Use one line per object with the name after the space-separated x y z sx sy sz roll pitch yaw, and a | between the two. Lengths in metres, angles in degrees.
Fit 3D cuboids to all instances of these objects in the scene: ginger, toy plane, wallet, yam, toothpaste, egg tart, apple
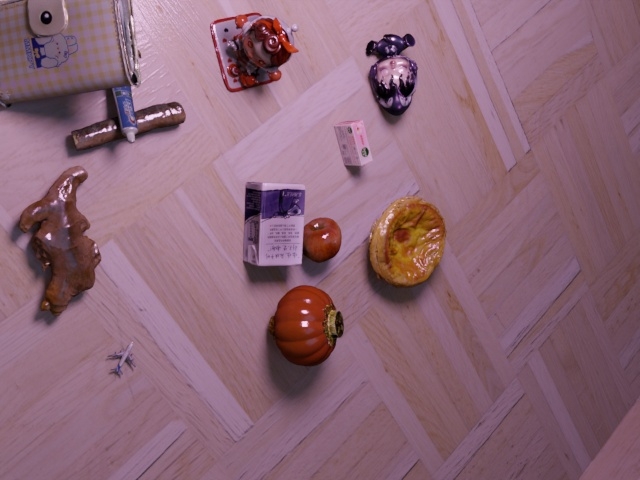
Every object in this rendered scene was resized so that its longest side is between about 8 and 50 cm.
-0.582 0.005 1.487 0.166 0.080 0.333 -13 107 -43 | ginger
-0.482 0.288 1.621 0.078 0.024 0.084 31 73 -31 | toy plane
-0.536 -0.406 1.367 0.309 0.077 0.223 -5 101 10 | wallet
-0.448 -0.270 1.552 0.274 0.061 0.061 -23 108 -28 | yam
-0.451 -0.310 1.516 0.057 0.035 0.197 -4 69 -34 | toothpaste
0.253 0.001 2.009 0.294 0.116 0.295 -6 102 -32 | egg tart
0.003 -0.001 1.841 0.126 0.126 0.102 -38 130 -23 | apple

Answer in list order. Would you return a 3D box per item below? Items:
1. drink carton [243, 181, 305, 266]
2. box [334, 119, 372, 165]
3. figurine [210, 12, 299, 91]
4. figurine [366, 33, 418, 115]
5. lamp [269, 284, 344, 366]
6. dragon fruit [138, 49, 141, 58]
-0.124 -0.044 1.766 0.134 0.102 0.222 -1 97 -35 | drink carton
0.094 -0.278 1.883 0.043 0.089 0.125 -26 111 -28 | box
-0.136 -0.478 1.626 0.160 0.226 0.183 -23 108 -30 | figurine
0.209 -0.476 1.921 0.145 0.145 0.222 -2 86 -33 | figurine
-0.039 0.232 1.801 0.223 0.196 0.223 -5 90 -70 | lamp
-0.501 -0.459 1.456 0.236 0.135 0.137 48 60 -4 | dragon fruit
